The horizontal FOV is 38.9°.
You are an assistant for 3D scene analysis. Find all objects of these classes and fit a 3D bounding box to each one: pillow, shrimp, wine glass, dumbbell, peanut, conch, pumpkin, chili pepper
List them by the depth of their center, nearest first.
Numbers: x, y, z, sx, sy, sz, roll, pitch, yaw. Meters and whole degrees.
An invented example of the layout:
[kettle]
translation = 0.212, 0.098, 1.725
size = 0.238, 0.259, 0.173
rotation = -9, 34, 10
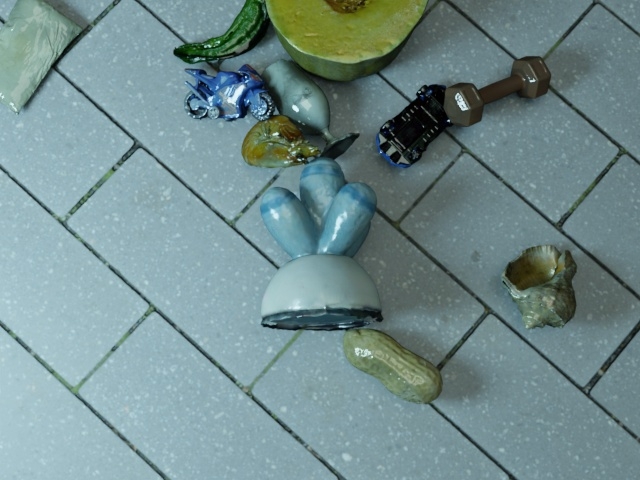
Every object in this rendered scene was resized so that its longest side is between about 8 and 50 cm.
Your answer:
[peanut]
translation = 0.136, 0.238, 1.744
size = 0.214, 0.098, 0.090
rotation = 35, 73, 7
[conch]
translation = 0.432, 0.084, 1.768
size = 0.155, 0.130, 0.207
rotation = 36, 66, -9
[shrimp]
translation = -0.080, -0.193, 1.772
size = 0.051, 0.217, 0.115
rotation = 21, 85, -44
[wine glass]
translation = -0.027, -0.262, 1.816
size = 0.103, 0.103, 0.222
rotation = -36, 78, -8
[pumpkin]
translation = 0.045, -0.467, 1.823
size = 0.333, 0.199, 0.332
rotation = 1, 73, -4
[dumbbell]
translation = 0.357, -0.302, 1.832
size = 0.231, 0.082, 0.092
rotation = -23, 80, -20
[pillow]
translation = -0.606, -0.383, 1.841
size = 0.148, 0.050, 0.229
rotation = 32, 83, 8
[chili pepper]
translation = -0.169, -0.445, 1.863
size = 0.279, 0.065, 0.122
rotation = -45, 89, -5

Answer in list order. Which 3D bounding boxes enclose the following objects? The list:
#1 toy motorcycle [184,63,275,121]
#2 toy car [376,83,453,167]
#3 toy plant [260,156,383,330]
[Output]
[toy motorcycle]
translation = -0.183, -0.295, 1.811
size = 0.205, 0.076, 0.114
rotation = 5, 96, 22
[toy car]
translation = 0.198, -0.234, 1.845
size = 0.103, 0.063, 0.216
rotation = 45, 66, 1
[toy plant]
translation = 0.000, 0.000, 1.722
size = 0.247, 0.247, 0.332
rotation = -1, 76, -3
